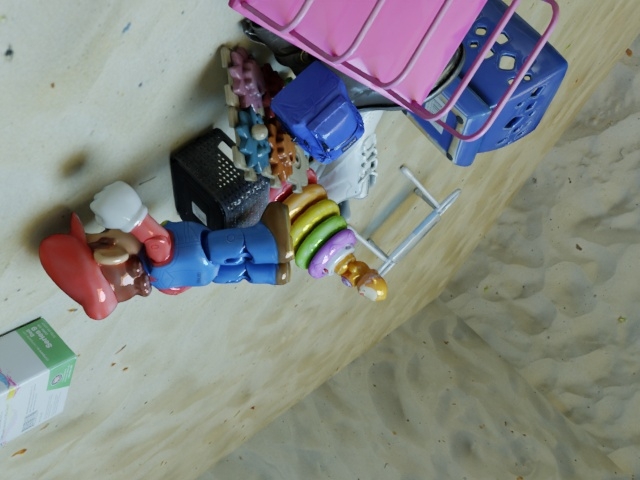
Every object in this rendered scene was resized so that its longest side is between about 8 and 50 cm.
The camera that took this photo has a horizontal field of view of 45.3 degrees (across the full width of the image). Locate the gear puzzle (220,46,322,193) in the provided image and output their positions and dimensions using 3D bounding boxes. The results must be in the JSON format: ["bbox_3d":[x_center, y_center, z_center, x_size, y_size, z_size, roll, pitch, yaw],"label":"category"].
[{"bbox_3d":[-0.041,-0.160,1.111,0.044,0.175,0.339,-9,175,20],"label":"gear puzzle"}]

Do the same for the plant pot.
[{"bbox_3d":[0.290,-0.295,1.467,0.212,0.236,0.236,-35,161,-15],"label":"plant pot"}]

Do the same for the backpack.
[{"bbox_3d":[0.004,-0.153,1.006,0.098,0.101,0.120,-38,151,0],"label":"backpack"}]

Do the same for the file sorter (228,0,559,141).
[{"bbox_3d":[0.089,-0.264,0.858,0.291,0.182,0.202,23,107,-32],"label":"file sorter"}]

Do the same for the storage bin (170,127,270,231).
[{"bbox_3d":[-0.148,-0.063,1.135,0.084,0.122,0.180,-39,162,-24],"label":"storage bin"}]

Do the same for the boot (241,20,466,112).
[{"bbox_3d":[0.054,-0.263,1.017,0.263,0.091,0.229,-21,147,8],"label":"boot"}]

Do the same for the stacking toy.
[{"bbox_3d":[0.000,0.000,1.321,0.166,0.302,0.175,-39,163,-23],"label":"stacking toy"}]

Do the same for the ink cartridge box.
[{"bbox_3d":[-0.471,0.224,1.089,0.212,0.093,0.154,-30,157,-45],"label":"ink cartridge box"}]

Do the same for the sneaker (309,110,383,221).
[{"bbox_3d":[0.061,-0.154,1.410,0.111,0.129,0.297,-27,154,-43],"label":"sneaker"}]

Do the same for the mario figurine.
[{"bbox_3d":[-0.202,-0.007,1.009,0.321,0.170,0.198,-5,116,-12],"label":"mario figurine"}]

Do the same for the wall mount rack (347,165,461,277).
[{"bbox_3d":[0.207,-0.050,2.020,0.350,0.130,0.304,-47,167,4],"label":"wall mount rack"}]
